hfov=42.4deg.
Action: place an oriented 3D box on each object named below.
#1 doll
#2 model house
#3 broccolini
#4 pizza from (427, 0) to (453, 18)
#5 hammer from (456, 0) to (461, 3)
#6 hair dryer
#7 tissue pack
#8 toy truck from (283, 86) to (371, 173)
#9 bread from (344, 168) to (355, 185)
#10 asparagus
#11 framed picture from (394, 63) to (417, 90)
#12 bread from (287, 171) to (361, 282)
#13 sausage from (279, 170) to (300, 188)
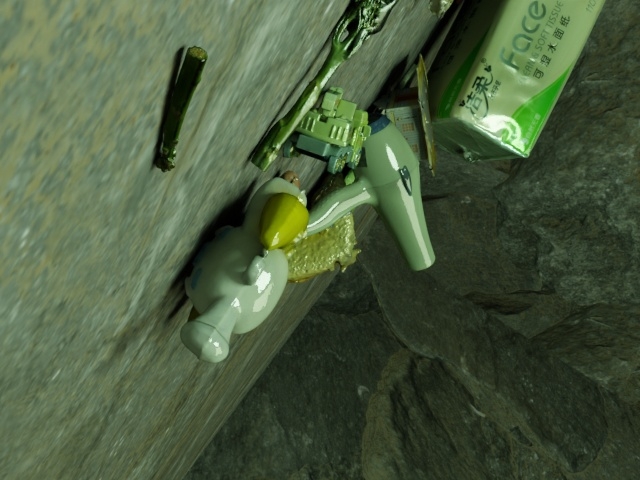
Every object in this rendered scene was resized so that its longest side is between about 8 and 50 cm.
[{"bbox_3d":[-0.094,0.036,0.978,0.252,0.111,0.237,-56,-170,-19],"label":"doll"},{"bbox_3d":[0.139,-0.232,1.559,0.219,0.136,0.207,-76,155,-61],"label":"model house"},{"bbox_3d":[-0.003,-0.190,0.921,0.254,0.071,0.057,-50,-144,-1],"label":"broccolini"},{"bbox_3d":[0.214,-0.434,1.257,0.195,0.052,0.185,-62,-179,12],"label":"pizza"},{"bbox_3d":[0.306,-0.522,1.697,0.083,0.031,0.052,-53,176,29],"label":"hammer"},{"bbox_3d":[0.091,-0.030,1.447,0.298,0.296,0.119,-52,-149,-11],"label":"hair dryer"},{"bbox_3d":[0.374,-0.379,1.699,0.404,0.205,0.332,-63,-169,-2],"label":"tissue pack"},{"bbox_3d":[0.016,-0.146,1.065,0.169,0.077,0.100,-28,137,-72],"label":"toy truck"},{"bbox_3d":[0.033,-0.065,1.779,0.301,0.045,0.301,-53,173,-9],"label":"bread"},{"bbox_3d":[-0.104,-0.091,0.602,0.127,0.018,0.015,121,-35,-50],"label":"asparagus"},{"bbox_3d":[0.137,-0.265,1.750,0.203,0.015,0.150,-55,174,-18],"label":"framed picture"},{"bbox_3d":[0.010,-0.001,1.534,0.251,0.133,0.174,-55,173,-7],"label":"bread"},{"bbox_3d":[-0.062,-0.037,1.167,0.047,0.040,0.176,-44,167,-40],"label":"sausage"}]
